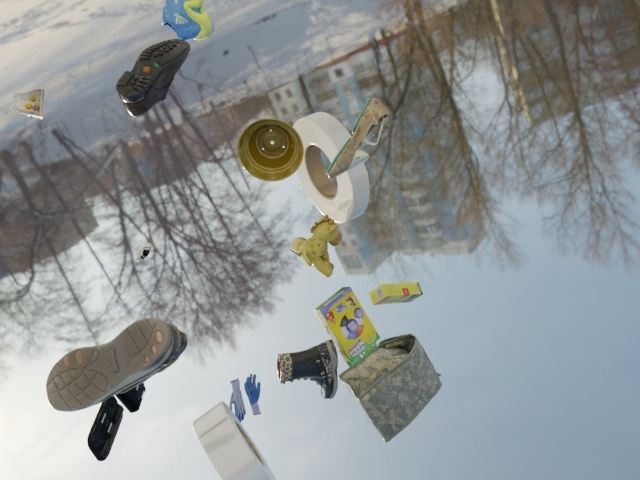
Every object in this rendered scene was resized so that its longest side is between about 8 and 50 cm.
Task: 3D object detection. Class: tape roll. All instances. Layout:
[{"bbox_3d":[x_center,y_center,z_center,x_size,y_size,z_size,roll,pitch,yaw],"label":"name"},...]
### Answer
[{"bbox_3d":[-0.234,0.586,1.645,0.100,0.286,0.286,-34,-160,-11],"label":"tape roll"},{"bbox_3d":[0.028,-0.247,2.051,0.072,0.392,0.392,-26,-162,-23],"label":"tape roll"}]

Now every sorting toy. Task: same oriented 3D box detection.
[{"bbox_3d":[-0.761,-0.354,1.553,0.075,0.083,0.045,5,158,-29],"label":"sorting toy"}]

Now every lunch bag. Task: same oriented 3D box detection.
[{"bbox_3d":[0.243,0.462,1.952,0.287,0.235,0.169,-36,-152,-10],"label":"lunch bag"}]

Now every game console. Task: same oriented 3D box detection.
[{"bbox_3d":[-0.659,0.511,1.880,0.044,0.213,0.361,-19,-150,13],"label":"game console"}]

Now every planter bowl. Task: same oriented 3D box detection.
[{"bbox_3d":[-0.163,-0.312,1.979,0.217,0.217,0.090,-21,-154,10],"label":"planter bowl"}]

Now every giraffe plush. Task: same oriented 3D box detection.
[{"bbox_3d":[0.000,0.000,2.065,0.181,0.210,0.170,41,-86,34],"label":"giraffe plush"}]

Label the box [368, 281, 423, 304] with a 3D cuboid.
[{"bbox_3d":[0.305,0.212,2.397,0.232,0.058,0.087,3,148,-44],"label":"box"}]

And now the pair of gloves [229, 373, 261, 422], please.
[{"bbox_3d":[-0.277,0.582,2.213,0.023,0.159,0.198,-14,172,28],"label":"pair of gloves"}]

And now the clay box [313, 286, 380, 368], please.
[{"bbox_3d":[0.090,0.266,1.814,0.127,0.222,0.053,-36,-170,-26],"label":"clay box"}]

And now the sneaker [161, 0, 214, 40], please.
[{"bbox_3d":[-0.383,-0.644,1.591,0.126,0.240,0.091,-27,-168,-13],"label":"sneaker"}]

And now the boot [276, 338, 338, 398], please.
[{"bbox_3d":[-0.041,0.402,1.796,0.178,0.236,0.085,-10,-141,-14],"label":"boot"}]

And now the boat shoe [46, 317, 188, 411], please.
[{"bbox_3d":[-0.436,0.282,1.293,0.355,0.132,0.130,-24,156,19],"label":"boat shoe"}]

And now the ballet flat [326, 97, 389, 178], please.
[{"bbox_3d":[0.089,-0.218,1.331,0.206,0.067,0.073,-60,176,2],"label":"ballet flat"}]

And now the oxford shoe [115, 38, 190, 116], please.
[{"bbox_3d":[-0.360,-0.357,1.305,0.082,0.096,0.227,24,-121,15],"label":"oxford shoe"}]

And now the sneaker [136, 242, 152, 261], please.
[{"bbox_3d":[-0.592,0.046,1.993,0.083,0.032,0.037,-52,-152,28],"label":"sneaker"}]
